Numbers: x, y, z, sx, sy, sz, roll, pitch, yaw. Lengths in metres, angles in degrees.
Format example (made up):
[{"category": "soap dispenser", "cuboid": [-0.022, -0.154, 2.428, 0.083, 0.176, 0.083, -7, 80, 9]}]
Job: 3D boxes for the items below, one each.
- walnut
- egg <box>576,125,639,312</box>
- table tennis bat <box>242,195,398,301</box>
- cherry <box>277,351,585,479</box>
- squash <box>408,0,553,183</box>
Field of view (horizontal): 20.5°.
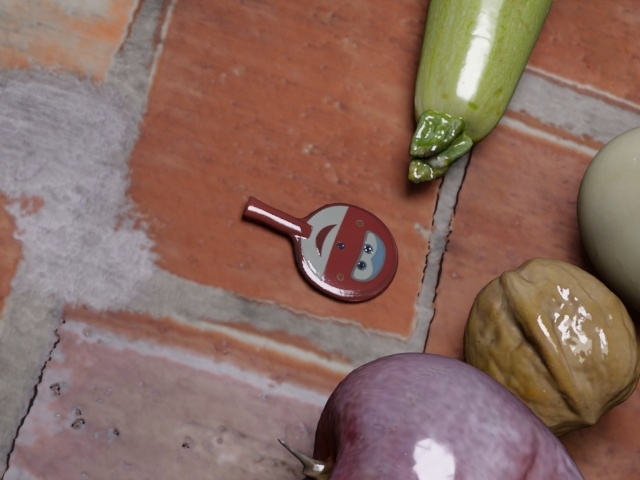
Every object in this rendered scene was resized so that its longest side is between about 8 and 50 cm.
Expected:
[{"category": "walnut", "cuboid": [0.204, 0.095, 1.585, 0.166, 0.149, 0.166, -6, 64, 14]}, {"category": "egg", "cuboid": [0.351, -0.007, 1.641, 0.241, 0.186, 0.186, 36, 63, -7]}, {"category": "table tennis bat", "cuboid": [0.000, 0.000, 1.651, 0.154, 0.019, 0.098, 25, 63, -5]}, {"category": "cherry", "cuboid": [0.100, 0.231, 1.460, 0.307, 0.221, 0.261, 27, 60, -19]}, {"category": "squash", "cuboid": [0.145, -0.173, 1.727, 0.137, 0.137, 0.287, 18, 77, -4]}]
